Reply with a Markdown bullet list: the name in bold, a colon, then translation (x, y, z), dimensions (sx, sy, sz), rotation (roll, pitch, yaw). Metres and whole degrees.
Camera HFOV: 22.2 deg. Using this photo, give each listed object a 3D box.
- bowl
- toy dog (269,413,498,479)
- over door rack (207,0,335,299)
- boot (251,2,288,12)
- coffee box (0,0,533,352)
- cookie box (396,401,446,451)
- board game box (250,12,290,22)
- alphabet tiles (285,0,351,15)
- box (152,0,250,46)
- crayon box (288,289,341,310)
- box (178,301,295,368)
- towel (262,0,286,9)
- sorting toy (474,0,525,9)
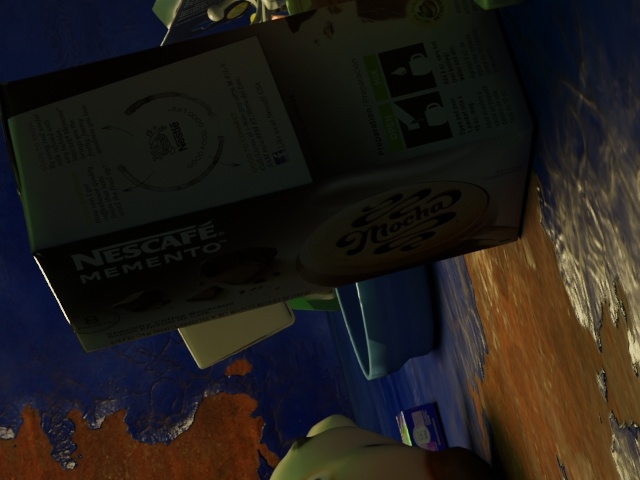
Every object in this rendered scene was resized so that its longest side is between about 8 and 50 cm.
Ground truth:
- **bowl**: translation (0.039, -0.049, 1.718), dimensions (0.391, 0.077, 0.391), rotation (166, 90, -87)
- **toy dog**: translation (0.050, 0.345, 1.529), dimensions (0.395, 0.284, 0.408), rotation (56, 164, 41)
- **over door rack**: translation (-0.069, -0.108, 1.703), dimensions (0.239, 0.108, 0.324), rotation (86, 170, -75)
- **boot**: translation (-0.080, -0.444, 1.834), dimensions (0.223, 0.118, 0.338), rotation (-99, 4, -47)
- **coffee box**: translation (-0.031, -0.045, 1.012), dimensions (0.168, 0.297, 0.119), rotation (85, 170, -66)
- **cookie box**: translation (0.118, 0.235, 1.862), dimensions (0.107, 0.040, 0.092), rotation (92, 162, -81)
- **board game box**: translation (-0.021, -0.153, 2.015), dimensions (0.039, 0.124, 0.259), rotation (-36, -55, -45)
- **alphabet tiles**: translation (-0.001, -0.241, 1.129), dimensions (0.284, 0.021, 0.278), rotation (-80, -31, -51)
- **box**: translation (-0.097, -0.300, 1.714), dimensions (0.036, 0.136, 0.225), rotation (49, 140, 14)
- **crayon box**: translation (-0.070, -0.013, 2.168), dimensions (0.318, 0.081, 0.202), rotation (4, -113, -53)
- **box**: translation (-0.145, 0.007, 1.884), dimensions (0.148, 0.121, 0.311), rotation (65, 174, -24)
- **towel**: translation (-0.045, -0.383, 1.438), dimensions (0.235, 0.121, 0.283), rotation (80, 173, -67)
- **sorting toy**: translation (0.025, -0.274, 0.935), dimensions (0.257, 0.089, 0.255), rotation (-113, 10, -68)
